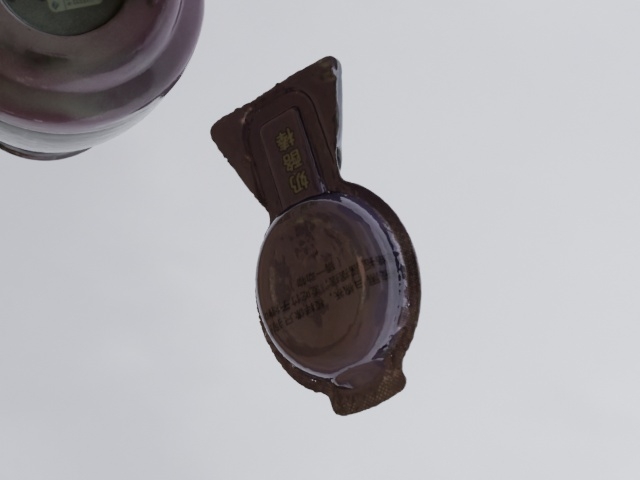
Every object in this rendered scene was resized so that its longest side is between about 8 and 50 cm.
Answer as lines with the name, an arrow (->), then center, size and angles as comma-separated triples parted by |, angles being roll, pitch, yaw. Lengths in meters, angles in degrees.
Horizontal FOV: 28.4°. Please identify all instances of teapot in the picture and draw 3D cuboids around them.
teapot -> -0.131, -0.083, 0.548 | 0.116, 0.148, 0.146 | 66, -19, 6

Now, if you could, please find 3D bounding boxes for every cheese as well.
cheese -> 0.000, 0.000, 0.683 | 0.105, 0.042, 0.191 | -27, -109, 29
